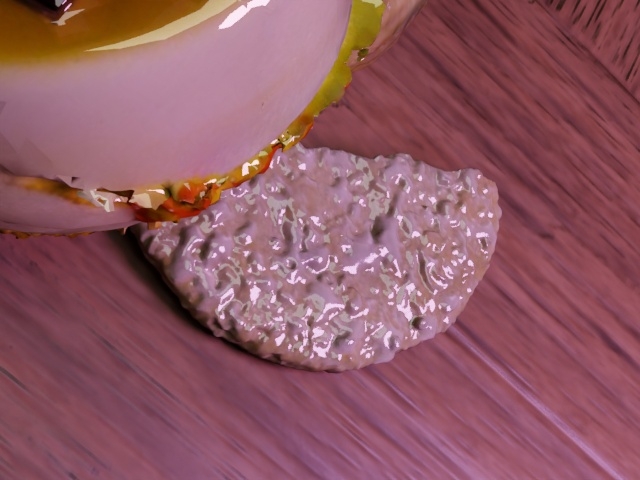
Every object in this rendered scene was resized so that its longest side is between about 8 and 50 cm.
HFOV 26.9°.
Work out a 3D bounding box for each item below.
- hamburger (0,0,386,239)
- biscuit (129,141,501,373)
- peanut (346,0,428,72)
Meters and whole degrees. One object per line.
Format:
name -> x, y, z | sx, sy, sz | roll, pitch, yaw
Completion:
hamburger -> -0.117, -0.134, 0.572 | 0.294, 0.179, 0.276 | 27, 62, -2
biscuit -> -0.003, 0.002, 0.701 | 0.250, 0.032, 0.133 | 15, 66, -30
peanut -> 0.019, -0.149, 0.732 | 0.083, 0.093, 0.194 | 33, 52, 9
